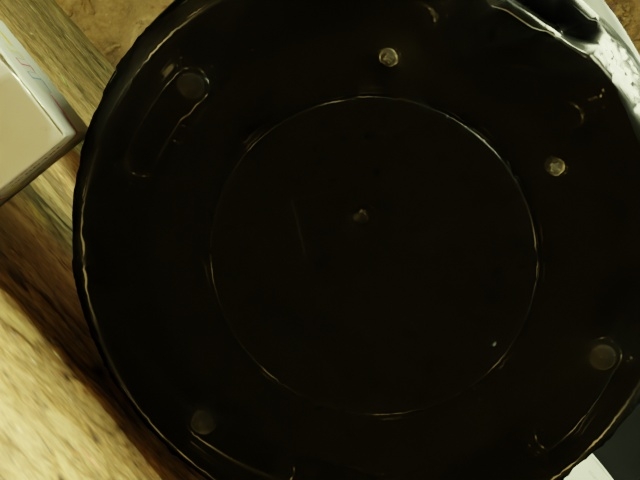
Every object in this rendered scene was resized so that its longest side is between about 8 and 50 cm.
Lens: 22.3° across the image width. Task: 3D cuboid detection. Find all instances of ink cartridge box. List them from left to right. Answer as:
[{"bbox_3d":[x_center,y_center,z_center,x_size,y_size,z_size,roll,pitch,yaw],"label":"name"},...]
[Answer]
[{"bbox_3d":[-0.196,-0.065,0.899,0.090,0.092,0.143,51,2,-5],"label":"ink cartridge box"}]

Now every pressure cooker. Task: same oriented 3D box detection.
[{"bbox_3d":[0.053,-0.035,1.087,0.376,0.369,0.420,22,17,0],"label":"pressure cooker"}]

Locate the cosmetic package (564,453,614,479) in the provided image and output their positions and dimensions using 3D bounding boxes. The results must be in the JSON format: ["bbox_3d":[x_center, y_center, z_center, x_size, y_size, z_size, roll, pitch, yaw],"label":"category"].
[{"bbox_3d":[0.222,0.326,1.696,0.138,0.224,0.225,52,1,3],"label":"cosmetic package"}]

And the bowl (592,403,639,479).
[{"bbox_3d":[0.271,0.268,1.854,0.391,0.391,0.077,51,16,1],"label":"bowl"}]
